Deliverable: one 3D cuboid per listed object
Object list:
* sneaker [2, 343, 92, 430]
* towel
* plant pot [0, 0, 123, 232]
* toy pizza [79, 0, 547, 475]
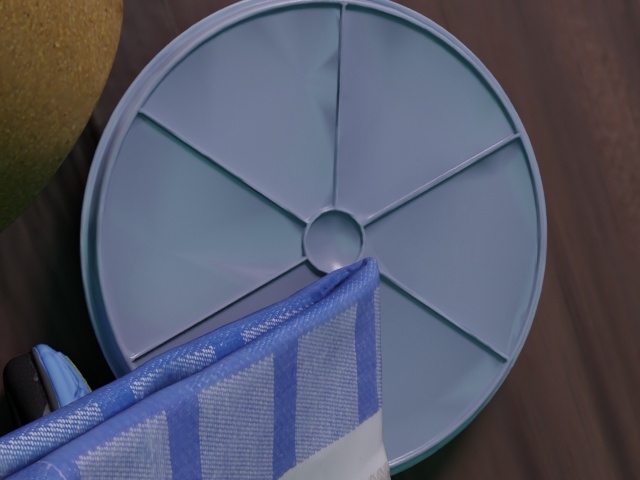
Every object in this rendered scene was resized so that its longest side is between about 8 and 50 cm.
[{"bbox_3d":[-0.106,0.128,0.504,0.078,0.067,0.188,-2,75,3],"label":"sneaker"},{"bbox_3d":[-0.026,0.169,0.496,0.209,0.034,0.285,-25,117,-51],"label":"towel"},{"bbox_3d":[-0.190,-0.099,0.403,0.254,0.237,0.237,34,79,-35],"label":"plant pot"},{"bbox_3d":[0.000,0.000,0.575,0.201,0.032,0.201,-1,92,-22],"label":"toy pizza"}]
